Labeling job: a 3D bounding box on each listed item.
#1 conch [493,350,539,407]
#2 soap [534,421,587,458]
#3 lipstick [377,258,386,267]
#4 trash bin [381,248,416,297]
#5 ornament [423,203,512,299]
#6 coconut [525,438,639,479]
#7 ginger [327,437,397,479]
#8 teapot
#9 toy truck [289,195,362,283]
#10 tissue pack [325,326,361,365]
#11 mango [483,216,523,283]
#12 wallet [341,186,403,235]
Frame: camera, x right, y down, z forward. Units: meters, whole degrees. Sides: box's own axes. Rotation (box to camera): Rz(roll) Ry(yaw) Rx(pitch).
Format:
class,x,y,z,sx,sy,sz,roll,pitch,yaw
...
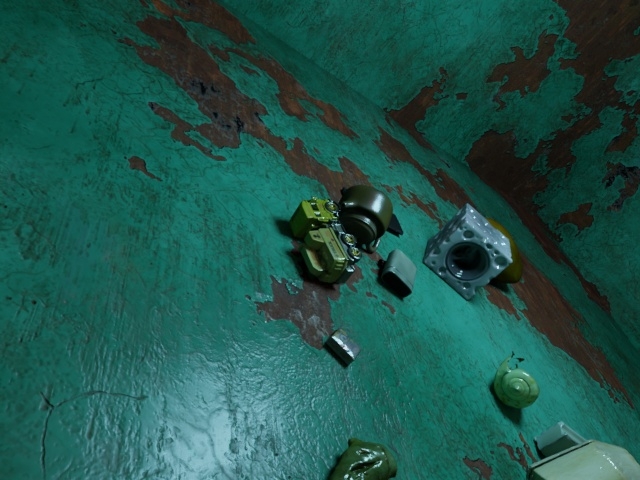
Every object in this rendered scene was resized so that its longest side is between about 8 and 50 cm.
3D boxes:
class,x,y,z,sx,sy,sz,roll,pitch,yaw
conch,0.638,0.441,1.765,0.143,0.137,0.250,44,27,5
soap,0.766,0.649,1.658,0.198,0.114,0.063,36,27,-10
lipstick,0.268,0.101,1.902,0.176,0.027,0.027,22,33,-37
trash bin,0.266,0.109,1.818,0.116,0.059,0.130,45,36,-13
ornament,0.588,0.041,2.170,0.239,0.240,0.240,41,26,-2
coconut,0.658,0.659,1.336,0.323,0.323,0.323,31,29,-20
ginger,0.074,0.484,1.030,0.137,0.089,0.290,24,22,5
teapot,0.138,-0.056,1.821,0.267,0.186,0.175,56,51,-39
toy truck,0.000,0.000,1.596,0.157,0.124,0.272,4,48,-36
tissue pack,0.060,0.267,1.374,0.083,0.035,0.063,44,27,4
mango,0.766,0.050,2.425,0.378,0.221,0.264,41,14,-25
wallet,0.206,-0.111,2.123,0.285,0.030,0.146,24,29,-30
